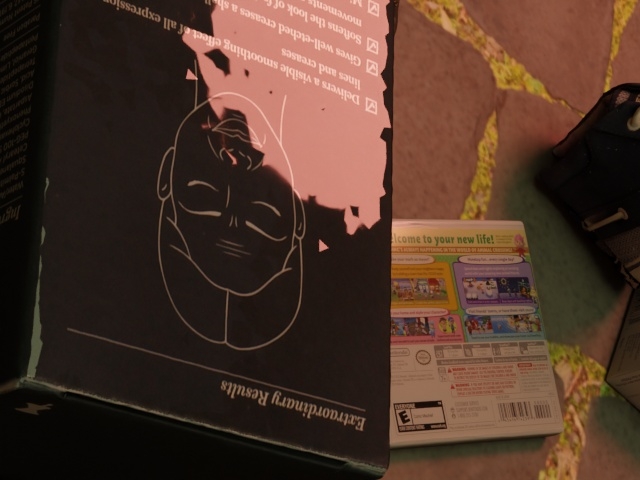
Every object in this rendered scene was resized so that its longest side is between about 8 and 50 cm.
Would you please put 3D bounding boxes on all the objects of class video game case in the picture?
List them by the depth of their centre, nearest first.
[{"bbox_3d":[0.111,0.076,1.665,0.212,0.023,0.193,0,74,-40],"label":"video game case"}]

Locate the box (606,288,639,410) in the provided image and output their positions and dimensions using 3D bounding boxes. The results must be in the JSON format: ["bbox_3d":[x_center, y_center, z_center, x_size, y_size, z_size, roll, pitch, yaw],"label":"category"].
[{"bbox_3d":[0.348,0.113,1.822,0.137,0.072,0.126,41,52,-23],"label":"box"}]

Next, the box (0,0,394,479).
[{"bbox_3d":[-0.122,-0.030,1.373,0.293,0.212,0.396,19,61,-35],"label":"box"}]

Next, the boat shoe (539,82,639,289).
[{"bbox_3d":[0.341,-0.095,1.725,0.158,0.340,0.127,43,39,-8],"label":"boat shoe"}]

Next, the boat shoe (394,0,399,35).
[{"bbox_3d":[0.031,-0.212,1.669,0.080,0.073,0.224,12,66,-37],"label":"boat shoe"}]
